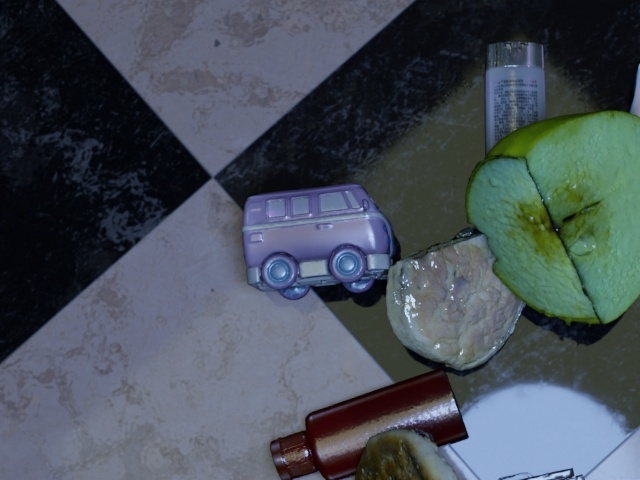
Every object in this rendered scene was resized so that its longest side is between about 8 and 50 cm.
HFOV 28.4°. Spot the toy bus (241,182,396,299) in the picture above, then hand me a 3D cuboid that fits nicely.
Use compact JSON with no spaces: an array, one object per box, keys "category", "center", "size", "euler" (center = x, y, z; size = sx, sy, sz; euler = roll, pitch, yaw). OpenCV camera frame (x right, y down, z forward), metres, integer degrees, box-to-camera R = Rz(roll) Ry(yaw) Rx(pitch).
[{"category":"toy bus","center":[0.000,0.000,1.746],"size":[0.203,0.142,0.142],"euler":[-6,79,7]}]

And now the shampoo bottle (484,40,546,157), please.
[{"category":"shampoo bottle","center":[0.274,-0.166,1.783],"size":[0.086,0.056,0.227],"euler":[-1,79,1]}]

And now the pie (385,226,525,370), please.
[{"category":"pie","center":[0.190,0.082,1.711],"size":[0.218,0.052,0.185],"euler":[-18,93,-27]}]

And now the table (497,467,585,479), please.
[{"category":"table","center":[0.265,0.383,1.609],"size":[0.169,0.193,0.172],"euler":[-14,78,5]}]

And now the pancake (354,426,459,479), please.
[{"category":"pancake","center":[0.111,0.371,1.602],"size":[0.049,0.282,0.282],"euler":[-6,76,-27]}]

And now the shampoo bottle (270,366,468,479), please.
[{"category":"shampoo bottle","center":[0.062,0.261,1.727],"size":[0.260,0.064,0.102],"euler":[-19,78,5]}]

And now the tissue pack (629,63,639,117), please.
[{"category":"tissue pack","center":[0.467,-0.189,1.759],"size":[0.074,0.059,0.094],"euler":[9,81,7]}]

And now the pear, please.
[{"category":"pear","center":[0.342,-0.060,1.675],"size":[0.293,0.159,0.292],"euler":[-2,95,-28]}]
